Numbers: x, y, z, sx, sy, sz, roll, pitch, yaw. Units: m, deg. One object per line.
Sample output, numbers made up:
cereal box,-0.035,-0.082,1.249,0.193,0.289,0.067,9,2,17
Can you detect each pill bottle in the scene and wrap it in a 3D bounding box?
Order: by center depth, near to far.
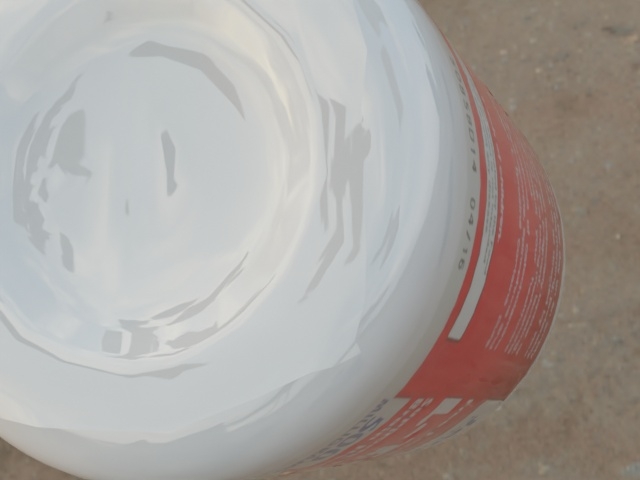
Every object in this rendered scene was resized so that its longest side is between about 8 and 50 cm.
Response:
pill bottle,0.000,0.000,0.605,0.228,0.229,0.407,1,-7,20
